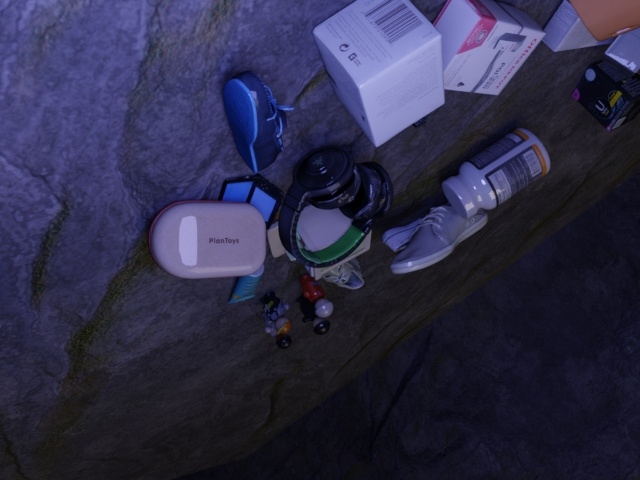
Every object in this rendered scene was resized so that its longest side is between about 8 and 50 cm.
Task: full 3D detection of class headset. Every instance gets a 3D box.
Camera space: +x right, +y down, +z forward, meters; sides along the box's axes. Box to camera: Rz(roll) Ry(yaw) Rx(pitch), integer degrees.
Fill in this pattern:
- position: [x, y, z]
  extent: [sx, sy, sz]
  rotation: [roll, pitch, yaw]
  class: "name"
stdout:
- position: [0.072, -0.111, 1.128]
  extent: [0.243, 0.185, 0.394]
  rotation: [15, 105, -47]
  class: "headset"

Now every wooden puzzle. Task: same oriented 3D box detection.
- position: [-0.088, -0.070, 1.262]
  extent: [0.083, 0.006, 0.049]
  rotation: [-32, 156, -1]
  class: "wooden puzzle"

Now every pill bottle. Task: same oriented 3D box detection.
- position: [0.505, -0.190, 1.565]
  extent: [0.278, 0.162, 0.162]
  rotation: [-33, 156, 1]
  class: "pill bottle"

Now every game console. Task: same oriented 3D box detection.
- position: [-0.149, -0.072, 1.113]
  extent: [0.071, 0.107, 0.122]
  rotation: [-50, 173, -43]
  class: "game console"

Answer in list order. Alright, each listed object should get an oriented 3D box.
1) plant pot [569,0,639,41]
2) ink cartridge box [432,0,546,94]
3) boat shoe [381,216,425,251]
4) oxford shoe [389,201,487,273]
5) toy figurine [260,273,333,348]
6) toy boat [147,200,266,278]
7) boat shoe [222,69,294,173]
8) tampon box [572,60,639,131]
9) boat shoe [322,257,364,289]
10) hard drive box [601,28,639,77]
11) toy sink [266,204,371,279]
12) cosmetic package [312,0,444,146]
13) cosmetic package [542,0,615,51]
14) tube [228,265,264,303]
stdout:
- position: [0.536, -0.494, 0.939]
  extent: [0.203, 0.291, 0.290]
  rotation: [-29, 162, 37]
  class: "plant pot"
- position: [0.309, -0.378, 1.055]
  extent: [0.217, 0.092, 0.159]
  rotation: [-9, 146, -38]
  class: "ink cartridge box"
- position: [0.300, -0.011, 1.752]
  extent: [0.226, 0.076, 0.083]
  rotation: [-18, 152, -29]
  class: "boat shoe"
- position: [0.353, -0.030, 1.644]
  extent: [0.449, 0.130, 0.169]
  rotation: [-33, -164, -36]
  class: "oxford shoe"
- position: [-0.072, 0.230, 1.665]
  extent: [0.209, 0.148, 0.213]
  rotation: [-24, 154, -20]
  class: "toy figurine"
- position: [-0.231, -0.003, 1.081]
  extent: [0.231, 0.151, 0.151]
  rotation: [0, -179, -31]
  class: "toy boat"
- position: [-0.104, -0.208, 0.904]
  extent: [0.089, 0.109, 0.258]
  rotation: [-35, 173, -13]
  class: "boat shoe"
- position: [0.824, -0.418, 1.524]
  extent: [0.101, 0.161, 0.120]
  rotation: [-25, 153, -16]
  class: "tampon box"
- position: [0.055, 0.082, 1.607]
  extent: [0.109, 0.094, 0.302]
  rotation: [-41, 155, 17]
  class: "boat shoe"
- position: [0.796, -0.518, 1.290]
  extent: [0.232, 0.089, 0.181]
  rotation: [-55, 167, 24]
  class: "hard drive box"
- position: [0.000, 0.000, 1.346]
  extent: [0.234, 0.131, 0.153]
  rotation: [-27, 154, -12]
  class: "toy sink"
- position: [0.104, -0.291, 0.909]
  extent: [0.151, 0.151, 0.184]
  rotation: [-33, 154, 1]
  class: "cosmetic package"
- position: [0.621, -0.504, 1.242]
  extent: [0.239, 0.060, 0.099]
  rotation: [-18, 154, -31]
  class: "cosmetic package"
- position: [-0.196, 0.116, 1.437]
  extent: [0.080, 0.052, 0.207]
  rotation: [-10, 155, -23]
  class: "tube"
